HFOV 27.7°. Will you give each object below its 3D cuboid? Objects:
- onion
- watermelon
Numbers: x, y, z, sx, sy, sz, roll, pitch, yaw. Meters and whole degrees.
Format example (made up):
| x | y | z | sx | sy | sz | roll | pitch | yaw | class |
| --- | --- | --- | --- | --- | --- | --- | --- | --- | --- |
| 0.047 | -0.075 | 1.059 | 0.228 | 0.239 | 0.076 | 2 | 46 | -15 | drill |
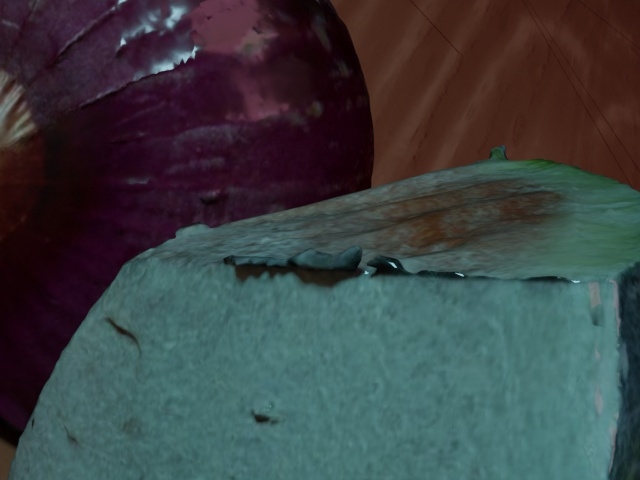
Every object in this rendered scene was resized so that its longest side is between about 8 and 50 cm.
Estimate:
| x | y | z | sx | sy | sz | roll | pitch | yaw | class |
| --- | --- | --- | --- | --- | --- | --- | --- | --- | --- |
| -0.089 | -0.051 | 0.635 | 0.256 | 0.230 | 0.272 | 38 | 20 | -12 | onion |
| 0.010 | 0.082 | 0.505 | 0.258 | 0.228 | 0.387 | 2 | 19 | 2 | watermelon |
